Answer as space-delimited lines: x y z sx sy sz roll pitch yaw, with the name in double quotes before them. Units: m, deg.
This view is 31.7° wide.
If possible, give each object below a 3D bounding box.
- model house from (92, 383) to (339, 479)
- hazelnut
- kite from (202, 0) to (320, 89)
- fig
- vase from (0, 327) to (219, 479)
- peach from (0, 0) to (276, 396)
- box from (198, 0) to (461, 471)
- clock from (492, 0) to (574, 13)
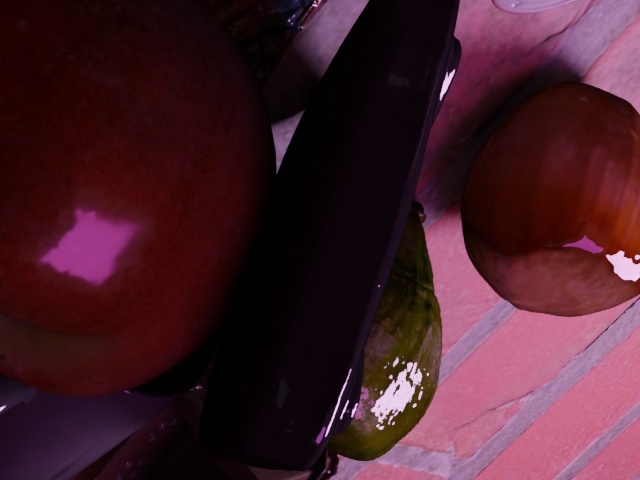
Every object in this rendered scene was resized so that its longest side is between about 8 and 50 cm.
"model house" -0.059 0.248 1.066 0.211 0.204 0.243 -52 157 22
"hazelnut" 0.218 -0.032 0.973 0.214 0.176 0.214 -36 137 -43
"kite" -0.052 -0.158 0.755 0.189 0.009 0.232 -28 143 -10
"fig" 0.023 0.054 0.935 0.235 0.203 0.203 -61 144 -11
"vase" -0.233 0.131 0.820 0.301 0.156 0.251 -44 178 22
"peach" -0.141 -0.045 0.633 0.252 0.252 0.252 -21 141 -18
"box" 0.000 0.000 0.706 0.073 0.290 0.289 19 165 -7
"clock" 0.219 -0.235 0.773 0.244 0.056 0.244 -25 168 -6
